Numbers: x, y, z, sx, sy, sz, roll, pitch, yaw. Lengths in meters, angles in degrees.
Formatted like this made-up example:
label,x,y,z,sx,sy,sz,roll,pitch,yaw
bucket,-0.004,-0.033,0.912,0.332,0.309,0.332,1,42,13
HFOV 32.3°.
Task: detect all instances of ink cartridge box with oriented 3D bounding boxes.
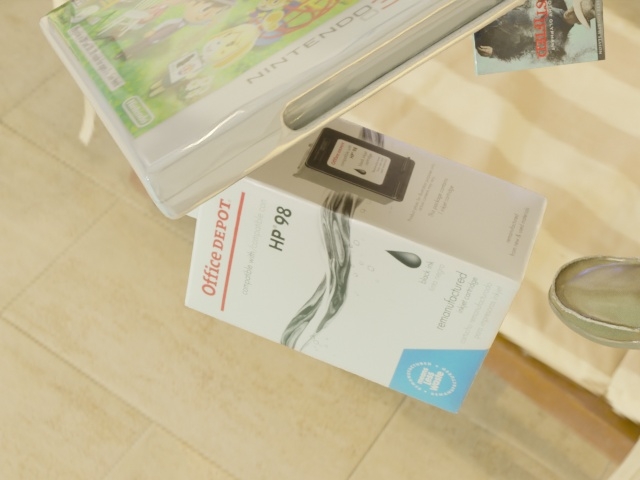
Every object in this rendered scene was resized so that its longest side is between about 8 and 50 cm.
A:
label,x,y,z,sx,sy,sz,roll,pitch,yaw
ink cartridge box,0.000,0.000,0.513,0.180,0.104,0.060,21,48,6

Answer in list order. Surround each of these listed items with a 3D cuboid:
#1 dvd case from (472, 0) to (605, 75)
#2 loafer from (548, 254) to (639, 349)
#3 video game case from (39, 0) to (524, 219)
label,x,y,z,sx,sy,sz,roll,pitch,yaw
dvd case,0.197,-0.200,1.008,0.120,0.087,0.013,-6,15,1
loafer,0.187,0.031,0.603,0.148,0.050,0.056,12,55,43
video game case,-0.013,-0.107,0.456,0.193,0.023,0.212,-32,33,-7
